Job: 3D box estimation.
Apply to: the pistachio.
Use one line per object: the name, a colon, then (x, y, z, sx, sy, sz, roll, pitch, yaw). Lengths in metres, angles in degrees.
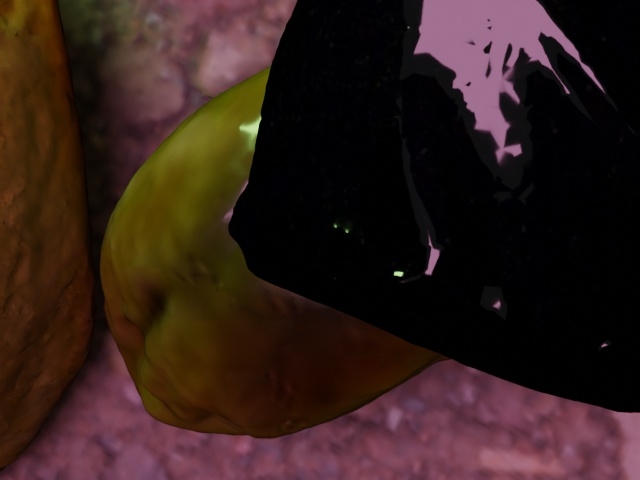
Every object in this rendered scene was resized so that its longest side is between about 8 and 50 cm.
pistachio: (0.000, -0.003, 0.646, 0.189, 0.100, 0.110, -25, 105, 23)

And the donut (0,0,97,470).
donut: (-0.218, -0.030, 0.701, 0.303, 0.110, 0.303, 5, 103, 24)

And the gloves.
gloves: (0.096, -0.094, 0.568, 0.152, 0.197, 0.301, -33, 39, 53)
